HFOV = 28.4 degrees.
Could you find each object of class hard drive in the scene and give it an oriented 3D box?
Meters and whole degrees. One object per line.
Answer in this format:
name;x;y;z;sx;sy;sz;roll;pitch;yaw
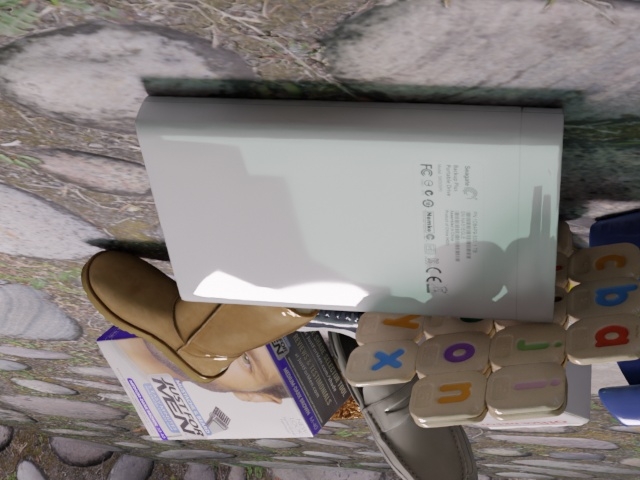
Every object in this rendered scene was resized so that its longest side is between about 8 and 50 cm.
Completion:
hard drive;0.031;-0.024;1.121;0.353;0.047;0.233;3;137;10

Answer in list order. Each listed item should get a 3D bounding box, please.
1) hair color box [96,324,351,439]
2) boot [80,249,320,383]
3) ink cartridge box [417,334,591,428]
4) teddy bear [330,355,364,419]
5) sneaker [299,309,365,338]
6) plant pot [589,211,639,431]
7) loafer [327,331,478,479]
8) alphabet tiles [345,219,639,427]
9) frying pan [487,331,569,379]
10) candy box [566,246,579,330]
hair color box;-0.142;0.178;1.778;0.339;0.110;0.185;-11;114;41
boot;-0.145;0.050;1.506;0.236;0.089;0.269;37;145;-9
ink cartridge box;0.226;0.187;1.818;0.283;0.117;0.207;21;158;-41
teddy bear;0.142;0.232;2.074;0.338;0.113;0.245;-6;169;13
sneaker;0.042;0.064;1.524;0.226;0.086;0.163;15;158;-18
plant pot;0.418;0.092;1.253;0.236;0.212;0.236;19;160;-39
loafer;0.095;0.204;1.642;0.112;0.319;0.111;-35;148;-1
alphabet tiles;0.168;0.074;1.210;0.278;0.284;0.021;-9;122;18
frying pan;0.268;0.156;1.633;0.197;0.053;0.326;-46;138;16
candy box;0.270;0.053;1.437;0.105;0.027;0.206;-30;147;26
